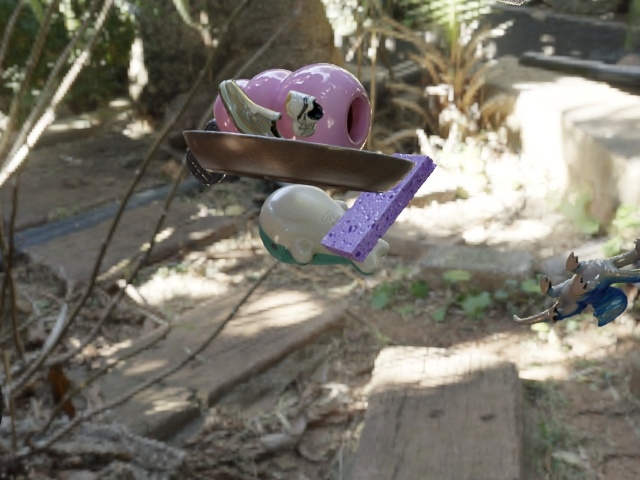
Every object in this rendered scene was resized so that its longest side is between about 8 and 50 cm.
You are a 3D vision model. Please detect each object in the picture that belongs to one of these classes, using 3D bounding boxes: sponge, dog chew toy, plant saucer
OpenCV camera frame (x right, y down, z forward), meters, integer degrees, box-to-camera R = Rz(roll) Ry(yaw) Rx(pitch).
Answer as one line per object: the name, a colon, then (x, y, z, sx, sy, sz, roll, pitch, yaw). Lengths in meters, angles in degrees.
sponge: (0.097, -0.059, 1.515, 0.210, 0.031, 0.117, -51, 24, -9)
dog chew toy: (-0.070, -0.251, 1.808, 0.331, 0.207, 0.206, 9, 22, 29)
plant saucer: (-0.030, -0.100, 1.206, 0.310, 0.050, 0.310, 6, 2, 0)

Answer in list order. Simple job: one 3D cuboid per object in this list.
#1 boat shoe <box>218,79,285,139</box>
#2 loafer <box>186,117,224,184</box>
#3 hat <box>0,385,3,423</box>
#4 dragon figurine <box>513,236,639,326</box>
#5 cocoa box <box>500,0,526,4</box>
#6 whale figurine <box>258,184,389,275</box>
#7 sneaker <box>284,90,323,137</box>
boat shoe: (-0.096, -0.198, 1.532, 0.072, 0.190, 0.068, -30, 11, 20)
loafer: (-0.232, -0.219, 2.132, 0.095, 0.109, 0.302, -43, 1, -26)
hat: (-0.660, 0.251, 1.363, 0.331, 0.331, 0.134, 3, 5, 8)
dragon figurine: (0.437, 0.085, 1.464, 0.144, 0.289, 0.085, 5, 53, -23)
cocoa box: (0.289, -0.612, 1.744, 0.347, 0.228, 0.231, 8, 1, -12)
whale figurine: (0.000, 0.000, 1.878, 0.272, 0.141, 0.216, 26, 42, 9)
sneaker: (-0.013, -0.136, 1.010, 0.037, 0.032, 0.083, 10, -15, 17)
